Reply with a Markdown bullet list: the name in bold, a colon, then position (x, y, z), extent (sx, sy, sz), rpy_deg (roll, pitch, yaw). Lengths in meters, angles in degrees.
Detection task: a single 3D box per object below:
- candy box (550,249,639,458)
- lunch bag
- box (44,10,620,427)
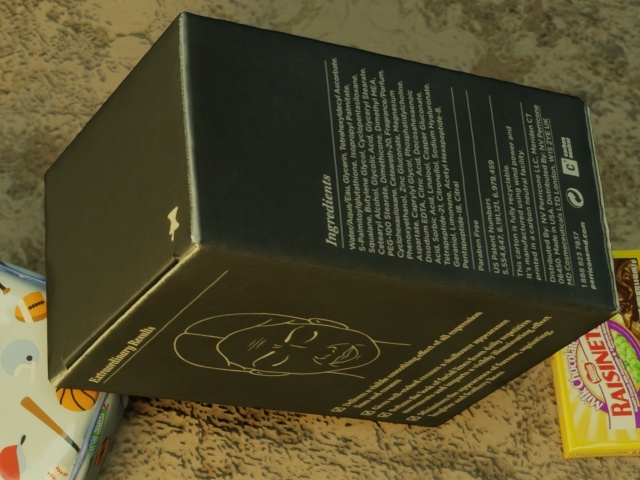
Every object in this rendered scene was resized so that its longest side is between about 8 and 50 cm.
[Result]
- **candy box**: position (0.272, 0.107, 1.808), extent (0.105, 0.027, 0.206), rpy_deg (-3, 65, -6)
- **lunch bag**: position (-0.308, 0.156, 1.654), extent (0.243, 0.115, 0.303), rpy_deg (19, 64, 4)
- **box**: position (0.000, 0.000, 1.606), extent (0.395, 0.293, 0.212), rpy_deg (9, 61, -29)
